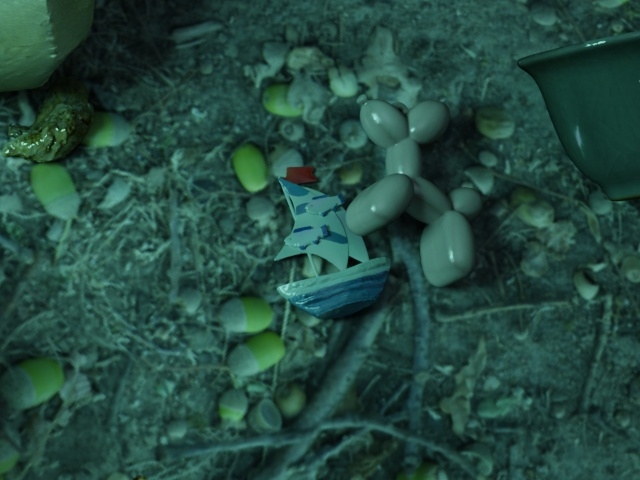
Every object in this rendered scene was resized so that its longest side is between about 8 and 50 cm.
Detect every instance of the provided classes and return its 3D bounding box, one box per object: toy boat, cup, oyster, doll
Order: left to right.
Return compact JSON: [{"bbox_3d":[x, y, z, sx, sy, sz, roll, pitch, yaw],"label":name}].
[{"bbox_3d":[-0.234,-0.109,1.276,0.080,0.038,0.083,1,72,-15],"label":"oyster"},{"bbox_3d":[0.011,0.005,1.323,0.105,0.034,0.149,7,57,-11],"label":"toy boat"},{"bbox_3d":[0.086,-0.057,1.338,0.161,0.059,0.160,34,53,-21],"label":"doll"},{"bbox_3d":[0.295,-0.117,1.380,0.199,0.199,0.150,-13,94,-21],"label":"cup"}]

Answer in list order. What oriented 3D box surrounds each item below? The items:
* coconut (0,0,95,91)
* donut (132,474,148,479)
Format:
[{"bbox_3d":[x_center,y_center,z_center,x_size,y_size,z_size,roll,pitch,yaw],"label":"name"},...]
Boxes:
[{"bbox_3d":[-0.320,-0.226,1.183,0.266,0.237,0.237,-3,72,-18],"label":"coconut"},{"bbox_3d":[-0.098,0.273,1.166,0.181,0.078,0.146,16,68,-18],"label":"donut"}]
